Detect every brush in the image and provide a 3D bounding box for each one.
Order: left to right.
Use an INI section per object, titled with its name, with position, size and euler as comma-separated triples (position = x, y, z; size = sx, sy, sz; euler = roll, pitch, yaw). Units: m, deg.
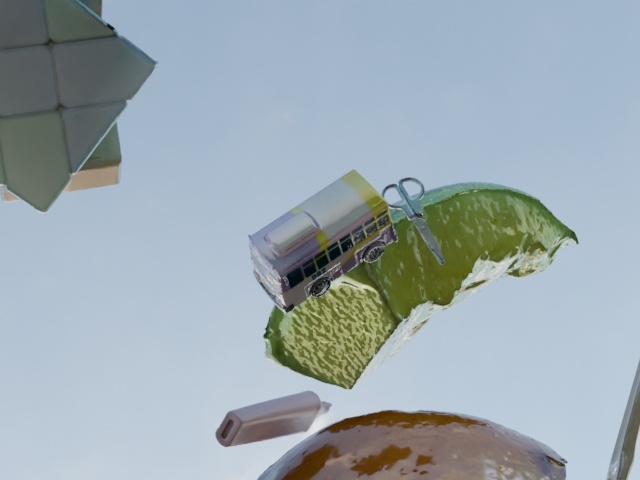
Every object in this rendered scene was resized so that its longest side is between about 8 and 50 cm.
[brush]
position = 0.322, 0.093, 1.101
size = 0.050, 0.060, 0.321
euler = 20, -115, 8

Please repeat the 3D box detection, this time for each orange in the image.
[orange]
position = 0.048, 0.260, 0.898
size = 0.310, 0.274, 0.274
euler = -14, -64, 20

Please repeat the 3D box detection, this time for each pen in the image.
[pen]
position = -0.043, 0.196, 1.328
size = 0.197, 0.032, 0.053
euler = 1, -57, -57

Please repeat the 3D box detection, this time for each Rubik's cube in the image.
[Rubik's cube]
position = -0.282, -0.160, 1.148
size = 0.265, 0.213, 0.224
euler = 39, -94, -22

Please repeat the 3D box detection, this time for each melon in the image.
[melon]
position = 0.107, 0.021, 1.141
size = 0.323, 0.196, 0.124
euler = -25, -105, -39

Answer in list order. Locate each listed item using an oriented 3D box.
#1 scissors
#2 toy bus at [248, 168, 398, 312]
[scissors]
position = 0.077, -0.015, 0.925
size = 0.036, 0.083, 0.006
euler = -23, -29, -11
[toy bus]
position = 0.000, 0.000, 0.853
size = 0.102, 0.052, 0.058
euler = -33, -36, -12
